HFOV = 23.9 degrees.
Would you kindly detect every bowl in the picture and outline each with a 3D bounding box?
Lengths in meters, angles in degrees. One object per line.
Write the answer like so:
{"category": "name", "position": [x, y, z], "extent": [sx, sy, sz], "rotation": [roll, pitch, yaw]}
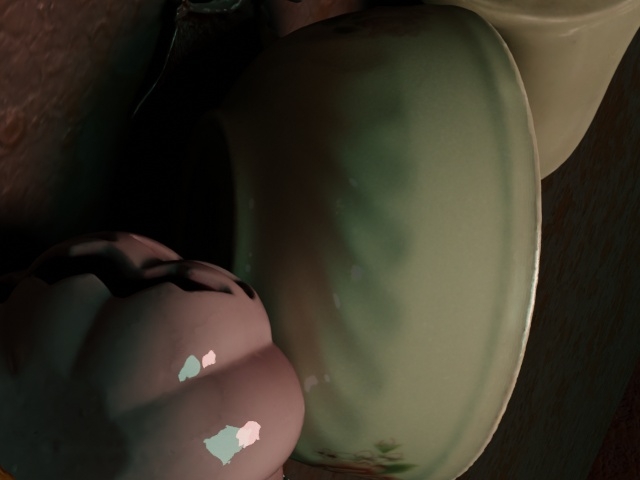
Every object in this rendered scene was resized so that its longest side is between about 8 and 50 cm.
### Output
{"category": "bowl", "position": [0.000, 0.000, 0.846], "extent": [0.277, 0.145, 0.277], "rotation": [-178, -90, -71]}

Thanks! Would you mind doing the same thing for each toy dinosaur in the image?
{"category": "toy dinosaur", "position": [-0.041, -0.150, 0.845], "extent": [0.220, 0.032, 0.108], "rotation": [-61, 161, -18]}

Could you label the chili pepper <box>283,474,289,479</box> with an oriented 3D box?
{"category": "chili pepper", "position": [-0.097, 0.258, 0.975], "extent": [0.136, 0.099, 0.270], "rotation": [97, 18, -53]}

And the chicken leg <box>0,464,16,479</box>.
{"category": "chicken leg", "position": [-0.174, 0.111, 0.544], "extent": [0.322, 0.177, 0.083], "rotation": [71, 23, -60]}

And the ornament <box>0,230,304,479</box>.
{"category": "ornament", "position": [-0.094, 0.083, 0.724], "extent": [0.177, 0.177, 0.177], "rotation": [-52, 153, -41]}

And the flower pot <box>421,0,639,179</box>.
{"category": "flower pot", "position": [0.203, -0.215, 1.039], "extent": [0.367, 0.164, 0.254], "rotation": [-29, 127, -12]}
